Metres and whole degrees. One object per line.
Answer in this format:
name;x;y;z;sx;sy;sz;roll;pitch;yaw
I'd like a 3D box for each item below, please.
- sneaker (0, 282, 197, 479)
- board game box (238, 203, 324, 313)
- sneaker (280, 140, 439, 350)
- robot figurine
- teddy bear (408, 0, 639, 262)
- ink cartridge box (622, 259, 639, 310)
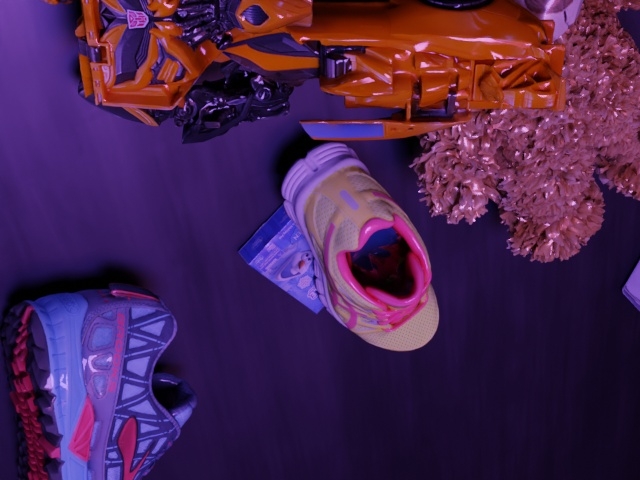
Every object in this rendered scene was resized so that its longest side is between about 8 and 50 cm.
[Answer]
sneaker;-0.139;0.146;0.776;0.125;0.104;0.262;-16;131;-26
board game box;0.000;0.000;0.815;0.090;0.020;0.090;-47;137;5
sneaker;0.042;0.028;0.783;0.081;0.094;0.208;-40;137;-4
robot figurine;-0.010;-0.138;0.594;0.290;0.085;0.211;-2;127;-1
teddy bear;0.163;-0.104;0.763;0.245;0.113;0.338;-20;136;-3
ink cartridge box;0.415;0.016;1.056;0.217;0.092;0.159;5;120;-38
